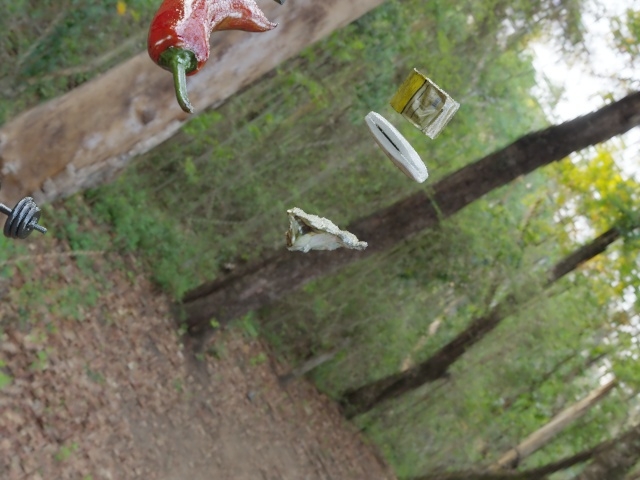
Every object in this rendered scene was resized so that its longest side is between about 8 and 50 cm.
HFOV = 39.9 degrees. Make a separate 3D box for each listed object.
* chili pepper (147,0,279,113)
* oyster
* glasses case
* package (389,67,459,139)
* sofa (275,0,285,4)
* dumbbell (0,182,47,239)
[{"bbox_3d":[-0.154,-0.300,1.229,0.137,0.092,0.368,43,34,-10],"label":"chili pepper"},{"bbox_3d":[0.000,0.000,1.197,0.121,0.146,0.045,-41,-127,54],"label":"oyster"},{"bbox_3d":[0.156,-0.195,1.835,0.081,0.051,0.204,42,11,-51],"label":"glasses case"},{"bbox_3d":[0.152,-0.220,1.374,0.047,0.071,0.131,20,24,-43],"label":"package"},{"bbox_3d":[-0.071,-0.317,0.903,0.085,0.060,0.147,32,-7,20],"label":"sofa"},{"bbox_3d":[-0.653,-0.067,1.804,0.208,0.099,0.099,29,3,0],"label":"dumbbell"}]
